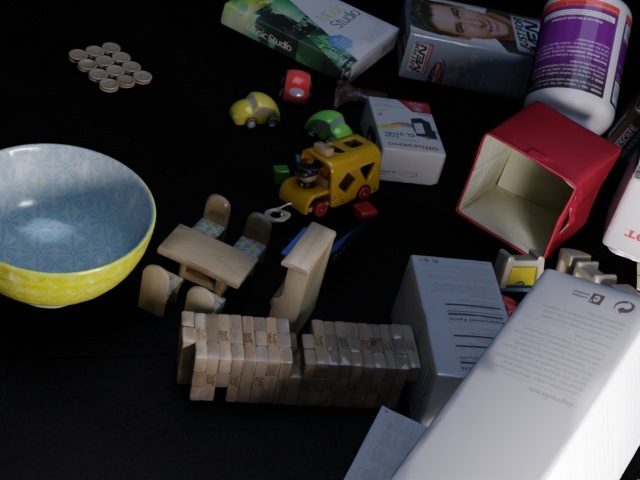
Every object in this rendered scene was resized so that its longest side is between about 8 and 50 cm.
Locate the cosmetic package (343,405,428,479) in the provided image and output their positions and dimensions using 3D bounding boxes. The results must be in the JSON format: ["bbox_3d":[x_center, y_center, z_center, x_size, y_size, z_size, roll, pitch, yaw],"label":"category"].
[{"bbox_3d":[0.077,0.329,1.384,0.099,0.060,0.239,26,40,10],"label":"cosmetic package"}]

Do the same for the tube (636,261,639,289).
[{"bbox_3d":[0.680,0.090,1.877,0.240,0.070,0.062,13,81,8],"label":"tube"}]

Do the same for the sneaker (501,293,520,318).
[{"bbox_3d":[0.333,0.190,1.604,0.135,0.097,0.276,4,39,-10],"label":"sneaker"}]

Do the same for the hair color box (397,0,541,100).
[{"bbox_3d":[0.360,-0.419,2.326,0.374,0.113,0.185,9,40,-6],"label":"hair color box"}]

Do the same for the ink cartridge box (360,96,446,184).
[{"bbox_3d":[0.156,-0.191,2.020,0.127,0.072,0.175,5,40,-14],"label":"ink cartridge box"}]

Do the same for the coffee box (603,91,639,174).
[{"bbox_3d":[0.684,-0.164,2.069,0.246,0.141,0.098,34,41,3],"label":"coffee box"}]

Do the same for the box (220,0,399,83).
[{"bbox_3d":[-0.020,-0.465,2.300,0.322,0.058,0.232,27,40,15],"label":"box"}]

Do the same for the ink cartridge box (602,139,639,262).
[{"bbox_3d":[0.708,-0.132,1.878,0.285,0.395,0.166,21,35,7],"label":"ink cartridge box"}]

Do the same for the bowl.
[{"bbox_3d":[-0.391,0.005,1.540,0.289,0.156,0.289,10,39,-8],"label":"bowl"}]

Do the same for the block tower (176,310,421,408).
[{"bbox_3d":[-0.033,0.173,1.511,0.335,0.097,0.091,4,41,-11],"label":"block tower"}]

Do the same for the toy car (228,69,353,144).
[{"bbox_3d":[-0.029,-0.251,2.045,0.225,0.053,0.239,31,42,19],"label":"toy car"}]

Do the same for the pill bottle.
[{"bbox_3d":[0.513,-0.330,2.135,0.181,0.181,0.323,15,74,0],"label":"pill bottle"}]

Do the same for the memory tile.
[{"bbox_3d":[-0.408,-0.335,2.054,0.113,0.012,0.148,-22,53,-37],"label":"memory tile"}]

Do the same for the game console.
[{"bbox_3d":[0.000,0.000,1.746,0.071,0.107,0.122,47,42,-6],"label":"game console"}]

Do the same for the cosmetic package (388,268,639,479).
[{"bbox_3d":[0.245,0.271,1.284,0.161,0.230,0.453,18,48,32],"label":"cosmetic package"}]

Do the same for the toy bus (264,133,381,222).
[{"bbox_3d":[0.008,-0.118,1.826,0.191,0.104,0.202,5,31,2],"label":"toy bus"}]

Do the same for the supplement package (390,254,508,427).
[{"bbox_3d":[0.198,0.156,1.569,0.134,0.139,0.244,5,41,-11],"label":"supplement package"}]

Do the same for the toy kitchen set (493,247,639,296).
[{"bbox_3d":[0.394,0.106,1.741,0.166,0.122,0.207,0,21,-18],"label":"toy kitchen set"}]

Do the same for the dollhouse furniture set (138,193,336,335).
[{"bbox_3d":[-0.120,0.027,1.598,0.242,0.161,0.212,24,40,10],"label":"dollhouse furniture set"}]

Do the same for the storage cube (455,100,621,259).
[{"bbox_3d":[0.392,-0.111,1.914,0.215,0.183,0.193,35,42,22],"label":"storage cube"}]

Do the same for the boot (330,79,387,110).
[{"bbox_3d":[0.082,-0.280,2.135,0.114,0.037,0.106,19,41,-4],"label":"boot"}]
